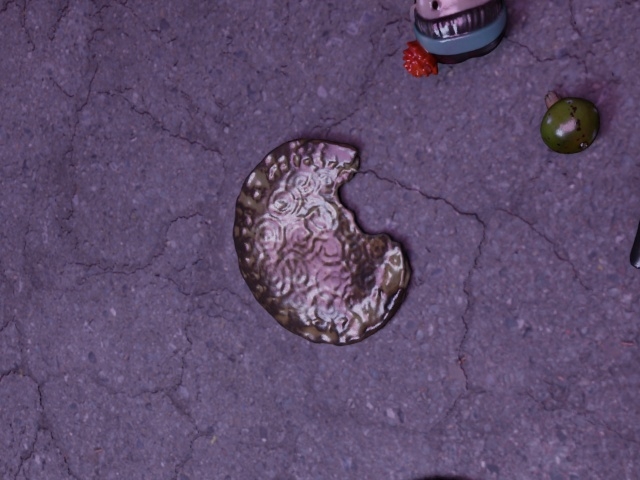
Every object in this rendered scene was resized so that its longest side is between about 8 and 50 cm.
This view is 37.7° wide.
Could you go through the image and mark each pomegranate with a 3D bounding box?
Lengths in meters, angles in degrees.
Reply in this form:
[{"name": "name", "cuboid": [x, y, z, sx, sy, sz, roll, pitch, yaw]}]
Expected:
[{"name": "pomegranate", "cuboid": [0.300, -0.143, 1.151, 0.084, 0.073, 0.073, 34, 114, 56]}]

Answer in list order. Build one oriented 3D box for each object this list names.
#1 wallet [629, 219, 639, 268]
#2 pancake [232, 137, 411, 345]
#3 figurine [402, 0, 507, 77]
[{"name": "wallet", "cuboid": [0.490, -0.125, 1.070, 0.197, 0.051, 0.378, 14, 102, 26]}, {"name": "pancake", "cuboid": [0.000, 0.000, 1.325, 0.288, 0.033, 0.286, 25, 105, 20]}, {"name": "figurine", "cuboid": [0.149, -0.334, 1.175, 0.138, 0.110, 0.246, -16, 85, 28]}]
